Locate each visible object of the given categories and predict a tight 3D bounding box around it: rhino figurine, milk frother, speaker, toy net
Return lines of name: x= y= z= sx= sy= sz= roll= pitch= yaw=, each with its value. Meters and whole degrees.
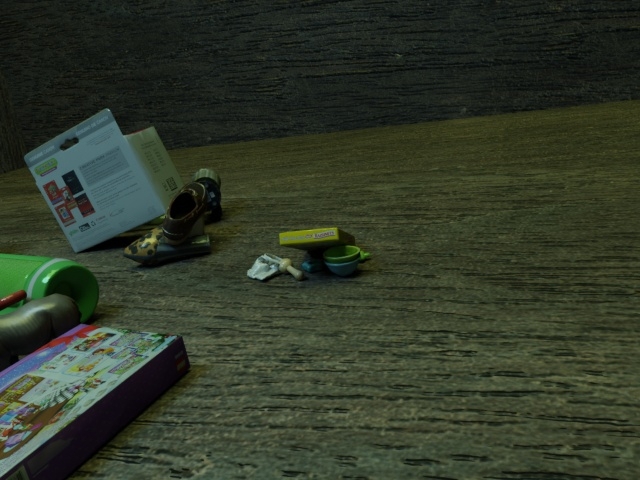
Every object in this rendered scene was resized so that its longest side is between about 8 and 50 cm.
rhino figurine: x=-0.463 y=0.154 z=0.814 sx=0.243 sy=0.106 sz=0.073 roll=-20 pitch=21 yaw=-29
milk frother: x=-0.339 y=-0.114 z=1.516 sx=0.143 sy=0.129 sz=0.134 roll=-5 pitch=21 yaw=-8
speaker: x=-0.544 y=0.090 z=1.017 sx=0.297 sy=0.131 sz=0.131 roll=2 pitch=22 yaw=31
toy net: x=-0.029 y=0.034 z=1.056 sx=0.232 sy=0.045 sz=0.122 roll=-3 pitch=20 yaw=19

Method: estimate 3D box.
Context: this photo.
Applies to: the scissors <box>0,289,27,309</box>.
scissors: x=-0.587 y=0.137 z=0.914 sx=0.297 sy=0.021 sz=0.109 roll=-21 pitch=11 yaw=32

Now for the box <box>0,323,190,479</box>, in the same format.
box: x=-0.331 y=0.202 z=0.687 sx=0.201 sy=0.057 sz=0.293 roll=1 pitch=21 yaw=27

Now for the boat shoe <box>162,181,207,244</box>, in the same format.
boat shoe: x=-0.298 y=-0.078 z=1.255 sx=0.073 sy=0.073 sz=0.207 roll=11 pitch=37 yaw=-4

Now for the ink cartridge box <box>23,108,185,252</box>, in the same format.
ink cartridge box: x=-0.526 y=-0.153 z=1.384 sx=0.310 sy=0.271 sz=0.130 roll=-19 pitch=14 yaw=23

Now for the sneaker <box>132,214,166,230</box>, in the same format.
sneaker: x=-0.479 y=-0.079 z=1.543 sx=0.192 sy=0.086 sz=0.064 roll=-7 pitch=19 yaw=5

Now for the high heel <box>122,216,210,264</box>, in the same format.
high heel: x=-0.367 y=-0.027 z=1.317 sx=0.186 sy=0.093 sz=0.261 roll=-8 pitch=26 yaw=-15

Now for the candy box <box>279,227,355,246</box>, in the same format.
candy box: x=0.000 y=0.000 z=1.054 sx=0.105 sy=0.027 sz=0.206 roll=-8 pitch=-5 yaw=11
